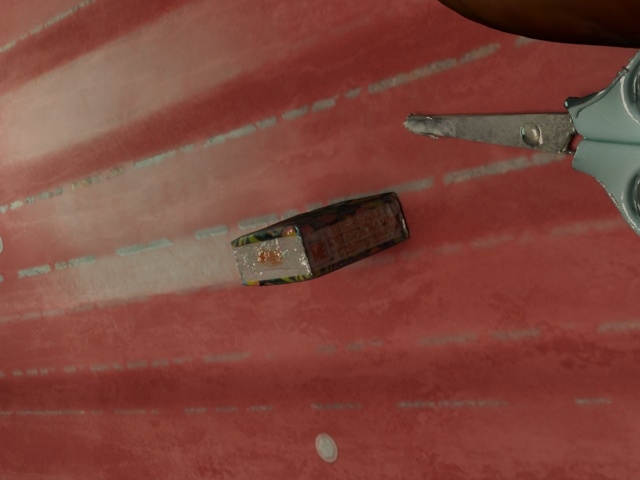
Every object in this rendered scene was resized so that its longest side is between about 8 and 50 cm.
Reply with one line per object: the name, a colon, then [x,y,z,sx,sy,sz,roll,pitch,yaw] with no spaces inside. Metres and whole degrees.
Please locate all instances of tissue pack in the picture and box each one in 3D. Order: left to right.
tissue pack: [0.000,0.000,1.041,0.108,0.148,0.060,-12,97,46]

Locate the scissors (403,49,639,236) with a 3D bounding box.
scissors: [0.208,-0.091,0.893,0.360,0.029,0.191,10,109,43]

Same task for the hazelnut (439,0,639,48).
hazelnut: [0.209,-0.273,0.630,0.409,0.359,0.359,5,105,53]
